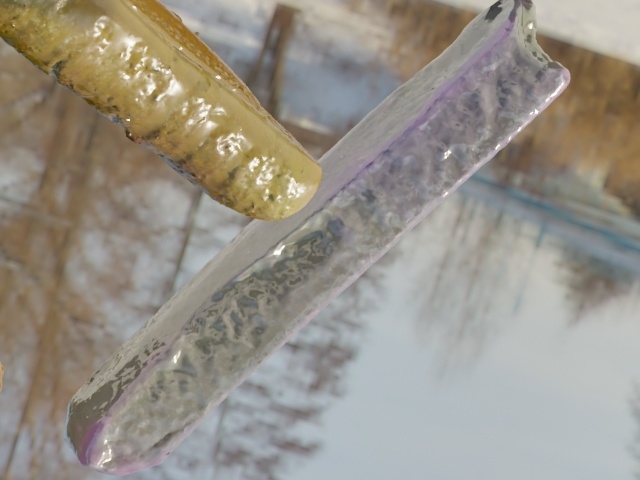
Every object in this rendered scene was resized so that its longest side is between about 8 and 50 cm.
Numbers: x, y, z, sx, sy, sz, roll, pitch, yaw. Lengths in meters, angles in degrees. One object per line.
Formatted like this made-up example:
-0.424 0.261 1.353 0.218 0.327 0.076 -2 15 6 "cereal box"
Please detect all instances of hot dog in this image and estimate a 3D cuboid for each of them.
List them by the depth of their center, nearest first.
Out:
-0.101 -0.095 0.835 0.286 0.061 0.088 40 -175 -34 "hot dog"

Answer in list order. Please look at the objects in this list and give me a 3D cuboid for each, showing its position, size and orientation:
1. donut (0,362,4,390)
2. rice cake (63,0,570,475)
-0.316 0.048 1.071 0.307 0.150 0.371 62 -172 -7 "donut"
0.000 0.001 1.092 0.064 0.399 0.070 47 -179 -21 "rice cake"
